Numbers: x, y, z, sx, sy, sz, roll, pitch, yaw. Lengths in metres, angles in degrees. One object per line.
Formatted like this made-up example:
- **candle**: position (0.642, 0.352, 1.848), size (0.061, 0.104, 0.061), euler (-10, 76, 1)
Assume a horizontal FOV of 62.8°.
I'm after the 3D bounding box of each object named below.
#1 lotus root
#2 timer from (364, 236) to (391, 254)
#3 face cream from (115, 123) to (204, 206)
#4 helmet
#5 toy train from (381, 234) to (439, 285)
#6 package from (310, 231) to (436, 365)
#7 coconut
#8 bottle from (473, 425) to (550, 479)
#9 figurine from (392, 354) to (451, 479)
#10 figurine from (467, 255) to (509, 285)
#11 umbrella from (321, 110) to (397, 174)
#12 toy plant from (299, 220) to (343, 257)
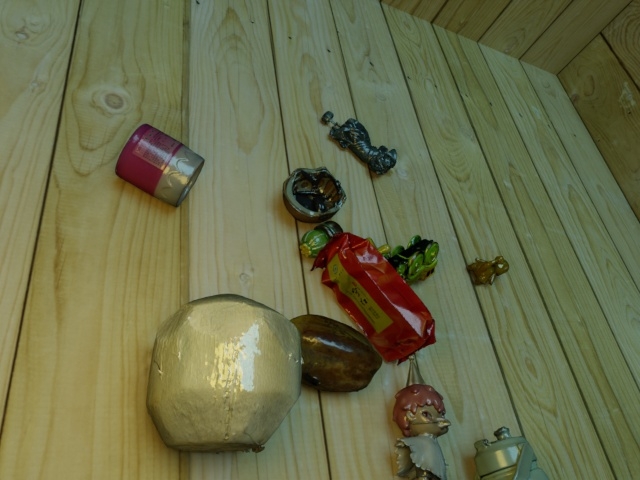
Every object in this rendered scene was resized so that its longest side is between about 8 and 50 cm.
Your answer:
- **lotus root**: position (0.009, 0.307, 1.414), size (0.291, 0.193, 0.193), euler (24, 48, -19)
- **timer**: position (0.180, 0.037, 1.752), size (0.107, 0.109, 0.107), euler (60, 8, -14)
- **face cream**: position (-0.454, -0.212, 1.497), size (0.195, 0.175, 0.175), euler (29, 47, -9)
- **helmet**: position (-0.031, -0.134, 1.736), size (0.224, 0.130, 0.198), euler (-23, 66, -29)
- **toy train**: position (0.284, 0.090, 1.745), size (0.296, 0.160, 0.100), euler (-25, 42, -38)
- **package**: position (0.162, 0.169, 1.583), size (0.423, 0.196, 0.123), euler (48, 42, 9)
- **coconut**: position (-0.204, 0.280, 1.173), size (0.346, 0.346, 0.360), euler (14, 59, -23)
- **bottle**: position (0.533, 0.689, 1.417), size (0.229, 0.229, 0.351), euler (2, 56, -31)
- **figurine**: position (0.284, 0.506, 1.431), size (0.207, 0.166, 0.387), euler (32, 47, -31)
- **figurine**: position (0.660, 0.098, 1.998), size (0.176, 0.122, 0.121), euler (-8, 59, -35)
- **umbrella**: position (0.148, -0.393, 2.067), size (0.349, 0.094, 0.143), euler (43, 41, 5)
- **toy plant**: position (0.000, 0.000, 1.680), size (0.093, 0.093, 0.162), euler (50, 47, 10)
